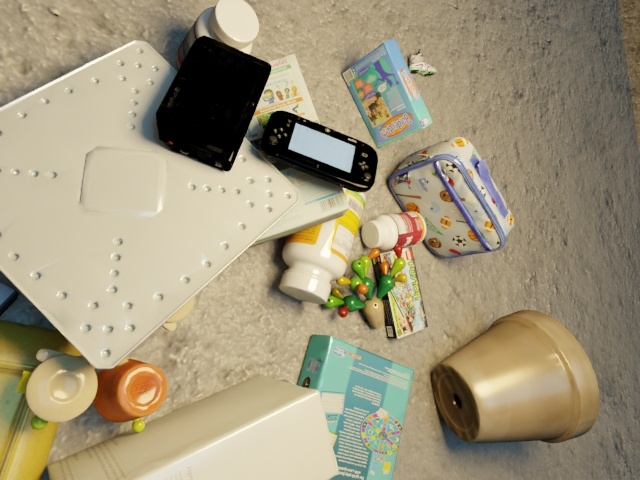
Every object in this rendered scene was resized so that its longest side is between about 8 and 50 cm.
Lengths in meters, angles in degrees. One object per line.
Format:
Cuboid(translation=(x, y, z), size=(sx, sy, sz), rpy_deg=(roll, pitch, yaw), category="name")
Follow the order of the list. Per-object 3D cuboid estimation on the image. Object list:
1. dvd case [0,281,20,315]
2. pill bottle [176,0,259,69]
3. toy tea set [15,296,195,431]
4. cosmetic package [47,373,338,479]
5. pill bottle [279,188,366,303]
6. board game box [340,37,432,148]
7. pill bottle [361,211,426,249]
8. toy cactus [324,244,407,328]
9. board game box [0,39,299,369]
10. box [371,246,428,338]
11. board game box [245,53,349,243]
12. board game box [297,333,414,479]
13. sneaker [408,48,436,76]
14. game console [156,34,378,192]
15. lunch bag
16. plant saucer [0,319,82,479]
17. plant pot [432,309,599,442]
Cuboid(translation=(-0.550, 0.065, 0.551), size=(0.253, 0.022, 0.181), rpy_deg=(36, 39, -16), category="dvd case")
Cuboid(translation=(-0.189, -0.364, 0.838), size=(0.107, 0.180, 0.108), rpy_deg=(6, 79, -34), category="pill bottle")
Cuboid(translation=(-0.321, 0.129, 0.716), size=(0.199, 0.124, 0.337), rpy_deg=(29, 58, -33), category="toy tea set")
Cuboid(translation=(-0.190, 0.358, 0.705), size=(0.384, 0.217, 0.157), rpy_deg=(-13, 91, -33), category="cosmetic package")
Cuboid(translation=(0.000, 0.000, 0.938), size=(0.136, 0.136, 0.246), rpy_deg=(29, 67, -28), category="pill bottle")
Cuboid(translation=(0.157, -0.346, 1.087), size=(0.047, 0.160, 0.211), rpy_deg=(-35, 103, -34), category="board game box")
Cuboid(translation=(0.177, -0.023, 1.095), size=(0.151, 0.086, 0.086), rpy_deg=(-9, 88, -34), category="pill bottle")
Cuboid(translation=(0.117, 0.120, 1.019), size=(0.218, 0.112, 0.181), rpy_deg=(-33, 119, -26), category="toy cactus")
Cuboid(translation=(-0.294, -0.079, 0.682), size=(0.390, 0.050, 0.390), rpy_deg=(44, 63, 2), category="board game box")
Cuboid(translation=(0.196, 0.126, 1.115), size=(0.114, 0.036, 0.207), rpy_deg=(-11, 89, -36), category="box")
Cuboid(translation=(-0.104, -0.158, 0.838), size=(0.223, 0.097, 0.304), rpy_deg=(-18, 87, -5), category="board game box")
Cuboid(translation=(0.052, 0.399, 0.946), size=(0.253, 0.079, 0.337), rpy_deg=(28, 68, -28), category="board game box")
Cuboid(translation=(0.289, -0.507, 1.278), size=(0.098, 0.038, 0.069), rpy_deg=(-3, 85, -35), category="sneaker")
Cuboid(translation=(-0.069, -0.190, 0.749), size=(0.360, 0.044, 0.214), rpy_deg=(20, 65, -10), category="game console")
Cuboid(translation=(0.322, -0.101, 1.112), size=(0.303, 0.243, 0.115), rpy_deg=(52, 58, -18), category="lunch bag")
Cuboid(translation=(-0.520, 0.256, 0.573), size=(0.332, 0.080, 0.333), rpy_deg=(21, 71, -31), category="plant saucer")
Cuboid(translation=(0.447, 0.362, 1.117), size=(0.280, 0.323, 0.324), rpy_deg=(-11, 89, -19), category="plant pot")
